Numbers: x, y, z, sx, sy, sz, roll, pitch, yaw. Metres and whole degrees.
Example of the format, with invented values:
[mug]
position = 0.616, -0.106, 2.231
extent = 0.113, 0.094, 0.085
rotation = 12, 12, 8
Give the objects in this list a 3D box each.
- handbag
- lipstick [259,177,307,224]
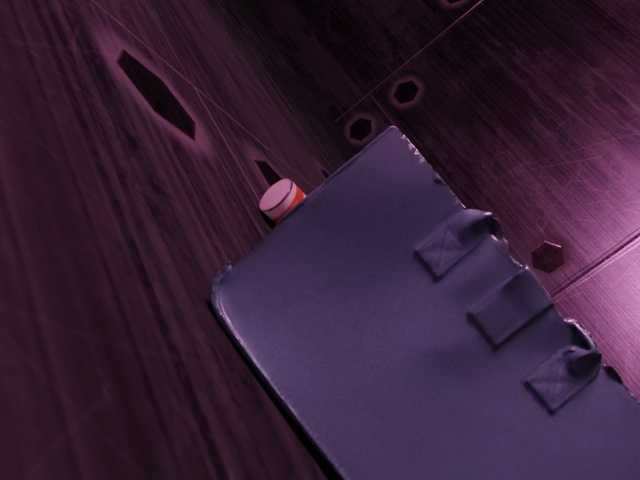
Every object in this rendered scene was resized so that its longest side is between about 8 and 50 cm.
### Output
[handbag]
position = 0.059, 0.066, 0.326
extent = 0.221, 0.144, 0.057
rotation = 53, 9, 10
[lipstick]
position = 0.000, 0.000, 0.580
extent = 0.131, 0.038, 0.038
rotation = 46, 12, -30
